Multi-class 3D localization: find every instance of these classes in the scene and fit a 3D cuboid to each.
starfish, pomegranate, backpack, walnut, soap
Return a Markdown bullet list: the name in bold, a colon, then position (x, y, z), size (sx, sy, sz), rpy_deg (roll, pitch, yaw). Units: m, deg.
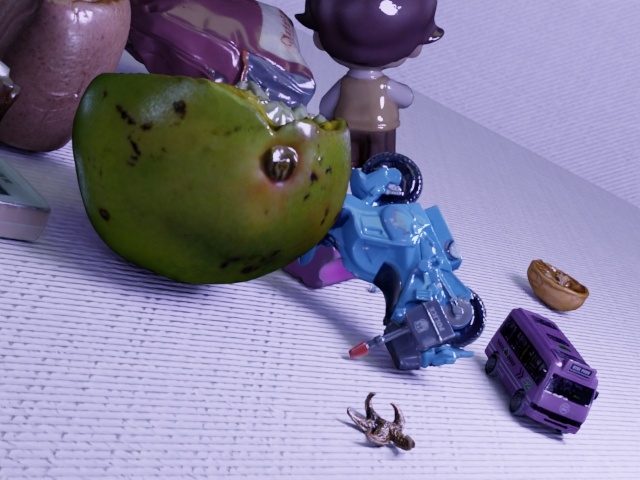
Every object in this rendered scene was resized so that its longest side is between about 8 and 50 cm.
- **starfish**: position (0.064, 0.187, 1.470), size (0.078, 0.028, 0.091), rpy_deg (27, 17, 15)
- **pomegranate**: position (-0.142, -0.059, 1.602), size (0.309, 0.216, 0.358), rpy_deg (6, -5, -37)
- **backpack**: position (-0.180, -0.296, 2.295), size (0.317, 0.197, 0.283), rpy_deg (19, 19, -20)
- **walnut**: position (0.372, 0.078, 2.324), size (0.091, 0.052, 0.121), rpy_deg (16, 18, -36)
- **soap**: position (0.000, 0.000, 1.894), size (0.122, 0.065, 0.203), rpy_deg (33, 15, 16)

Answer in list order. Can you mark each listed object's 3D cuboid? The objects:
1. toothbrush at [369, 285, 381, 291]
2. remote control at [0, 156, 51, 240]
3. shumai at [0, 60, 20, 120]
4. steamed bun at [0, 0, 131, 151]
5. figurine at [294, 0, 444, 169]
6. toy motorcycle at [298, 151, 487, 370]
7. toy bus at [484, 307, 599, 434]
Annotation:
- **toothbrush**: position (0.104, 0.067, 1.963), size (0.013, 0.011, 0.131), rpy_deg (23, 10, 34)
- **remote control**: position (-0.425, -0.067, 1.387), size (0.145, 0.050, 0.344), rpy_deg (39, 18, 34)
- **shumai**: position (-0.474, -0.188, 1.575), size (0.271, 0.204, 0.222), rpy_deg (13, 47, 22)
- **steamed bun**: position (-0.336, -0.241, 1.786), size (0.199, 0.251, 0.301), rpy_deg (32, 15, -32)
- **figurine**: position (0.089, -0.305, 2.417), size (0.218, 0.365, 0.206), rpy_deg (13, 34, 26)
- **toy motorcycle**: position (0.076, 0.032, 1.708), size (0.123, 0.182, 0.272), rpy_deg (98, -32, -69)
- **toy bus**: position (0.272, 0.159, 1.797), size (0.086, 0.098, 0.178), rpy_deg (24, 16, -20)
